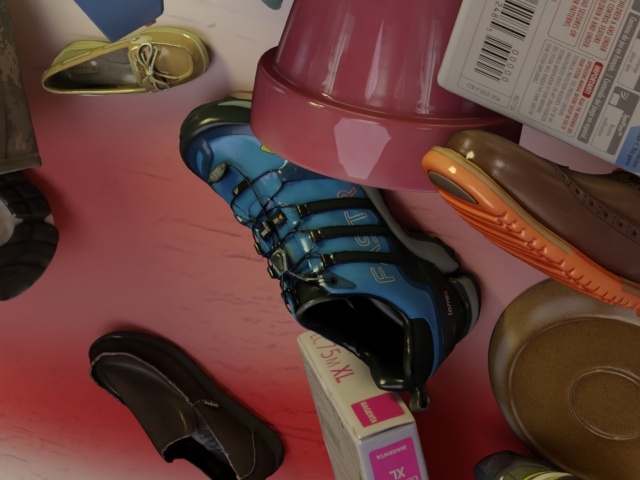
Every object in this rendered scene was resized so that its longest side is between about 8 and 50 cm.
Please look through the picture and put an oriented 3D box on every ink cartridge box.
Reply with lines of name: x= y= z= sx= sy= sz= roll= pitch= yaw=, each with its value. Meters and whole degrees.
ink cartridge box: x=0.060 y=0.245 z=1.458 sx=0.065 sy=0.186 sz=0.311 roll=-17 pitch=119 yaw=-9

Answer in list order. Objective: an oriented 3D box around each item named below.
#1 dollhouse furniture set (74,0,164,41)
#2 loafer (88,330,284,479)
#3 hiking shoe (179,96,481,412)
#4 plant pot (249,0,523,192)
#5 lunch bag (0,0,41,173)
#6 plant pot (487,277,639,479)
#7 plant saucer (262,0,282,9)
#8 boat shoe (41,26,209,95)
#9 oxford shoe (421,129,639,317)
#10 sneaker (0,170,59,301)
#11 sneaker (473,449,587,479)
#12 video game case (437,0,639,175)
dollhouse furniture set: x=-0.155 y=-0.341 z=1.091 sx=0.198 sy=0.286 sz=0.303 roll=-29 pitch=150 yaw=5
loafer: x=-0.137 y=0.169 z=1.566 sx=0.220 sy=0.078 sz=0.080 roll=33 pitch=131 yaw=2
hiking shoe: x=0.000 y=0.000 z=1.340 sx=0.304 sy=0.132 sz=0.113 roll=38 pitch=131 yaw=-2
plant pot: x=0.059 y=-0.152 z=1.176 sx=0.201 sy=0.201 sz=0.180 roll=17 pitch=114 yaw=16
lunch bag: x=-0.383 y=-0.146 z=1.294 sx=0.169 sy=0.287 sz=0.235 roll=-8 pitch=95 yaw=32
plant pot: x=0.250 y=0.132 z=1.372 sx=0.236 sy=0.032 sz=0.236 roll=13 pitch=127 yaw=18
plant saucer: x=-0.063 y=-0.264 z=1.195 sx=0.037 sy=0.195 sz=0.195 roll=-30 pitch=112 yaw=-8
boat shoe: x=-0.166 y=-0.147 z=1.378 sx=0.153 sy=0.048 sz=0.056 roll=2 pitch=123 yaw=26
oxford shoe: x=0.226 y=-0.017 z=1.147 sx=0.364 sy=0.130 sz=0.132 roll=24 pitch=95 yaw=-34
sneaker: x=-0.446 y=-0.061 z=1.532 sx=0.410 sy=0.158 sz=0.182 roll=41 pitch=143 yaw=0
sneaker: x=0.234 y=0.287 z=1.452 sx=0.300 sy=0.111 sz=0.121 roll=58 pitch=171 yaw=-34
video game case: x=0.249 y=-0.167 z=0.961 sx=0.300 sy=0.036 sz=0.329 roll=25 pitch=131 yaw=10
